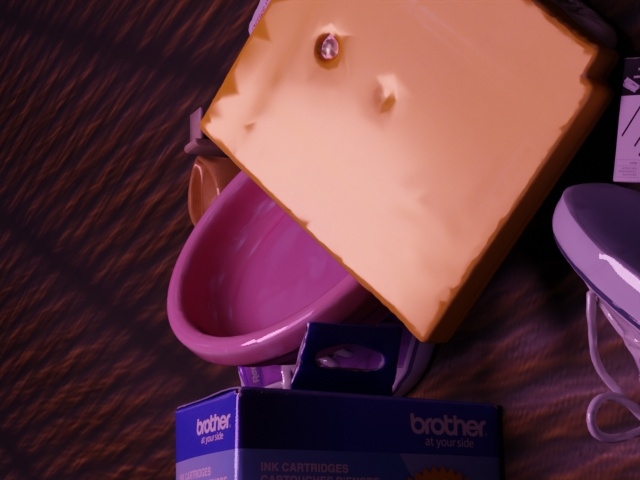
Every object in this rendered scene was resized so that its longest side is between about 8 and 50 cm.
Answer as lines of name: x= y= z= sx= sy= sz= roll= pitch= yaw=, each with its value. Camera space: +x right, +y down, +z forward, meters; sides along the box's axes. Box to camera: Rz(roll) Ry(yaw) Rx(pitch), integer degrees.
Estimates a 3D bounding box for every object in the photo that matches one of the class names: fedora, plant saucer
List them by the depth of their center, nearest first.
plant saucer: x=0.000 y=0.000 z=1.501 sx=0.332 sy=0.084 sz=0.332 roll=-31 pitch=30 yaw=21
fedora: x=-0.115 y=-0.058 z=1.913 sx=0.194 sy=0.079 sz=0.194 roll=-174 pitch=90 yaw=-65

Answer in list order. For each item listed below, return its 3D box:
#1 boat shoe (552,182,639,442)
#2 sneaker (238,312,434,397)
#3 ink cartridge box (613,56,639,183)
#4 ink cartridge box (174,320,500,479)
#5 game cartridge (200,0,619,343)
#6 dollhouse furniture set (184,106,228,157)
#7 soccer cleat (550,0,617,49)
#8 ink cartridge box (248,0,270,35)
boat shoe: x=0.264 y=0.104 z=1.041 sx=0.367 sy=0.136 sz=0.156 roll=47 pitch=131 yaw=46
sneaker: x=0.008 y=0.115 z=1.527 sx=0.282 sy=0.161 sz=0.102 roll=-63 pitch=32 yaw=36
ink cartridge box: x=0.292 y=-0.086 z=1.097 sx=0.207 sy=0.046 sz=0.097 roll=-174 pitch=88 yaw=-65
ink cartridge box: x=0.016 y=0.275 z=1.345 sx=0.151 sy=0.270 sz=0.395 roll=-27 pitch=61 yaw=58
game cartridge: x=0.067 y=-0.120 z=1.306 sx=0.323 sy=0.052 sz=0.285 roll=44 pitch=113 yaw=29
dollhouse furniture set: x=-0.043 y=-0.106 z=1.673 sx=0.182 sy=0.161 sz=0.101 roll=152 pitch=120 yaw=-62
soccer cleat: x=0.193 y=-0.203 z=1.311 sx=0.196 sy=0.068 sz=0.076 roll=38 pitch=111 yaw=62
ink cartridge box: x=-0.026 y=-0.229 z=1.777 sx=0.109 sy=0.063 sz=0.150 roll=121 pitch=145 yaw=-42
